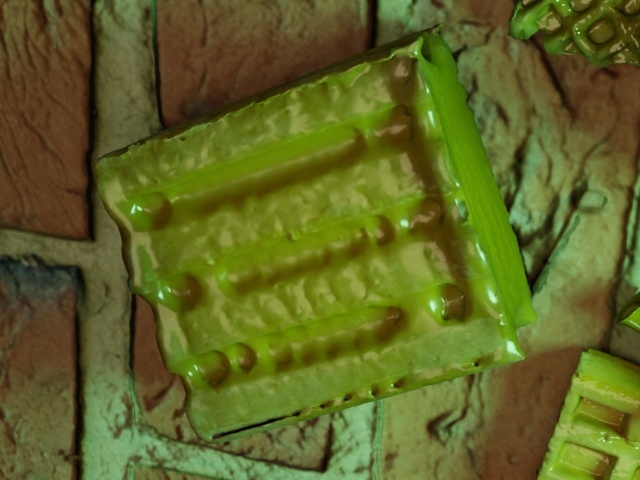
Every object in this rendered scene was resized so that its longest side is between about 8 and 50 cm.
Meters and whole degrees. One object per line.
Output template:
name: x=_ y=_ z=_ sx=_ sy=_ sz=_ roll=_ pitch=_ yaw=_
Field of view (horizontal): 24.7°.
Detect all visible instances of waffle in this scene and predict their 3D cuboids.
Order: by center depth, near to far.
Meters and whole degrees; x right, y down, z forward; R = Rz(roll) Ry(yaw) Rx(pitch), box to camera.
waffle: x=0.266 y=-0.254 z=1.220 sx=0.204 sy=0.054 sz=0.224 roll=11 pitch=107 yaw=23
waffle: x=0.303 y=0.247 z=1.339 sx=0.221 sy=0.055 sz=0.248 roll=20 pitch=108 yaw=11

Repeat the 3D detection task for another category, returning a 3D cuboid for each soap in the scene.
soap: x=0.000 y=0.000 z=1.313 sx=0.335 sy=0.156 sz=0.293 roll=-20 pitch=101 yaw=20

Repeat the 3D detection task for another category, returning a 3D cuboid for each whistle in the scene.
whistle: x=0.323 y=0.085 z=1.308 sx=0.109 sy=0.057 sz=0.046 roll=39 pitch=152 yaw=-4
